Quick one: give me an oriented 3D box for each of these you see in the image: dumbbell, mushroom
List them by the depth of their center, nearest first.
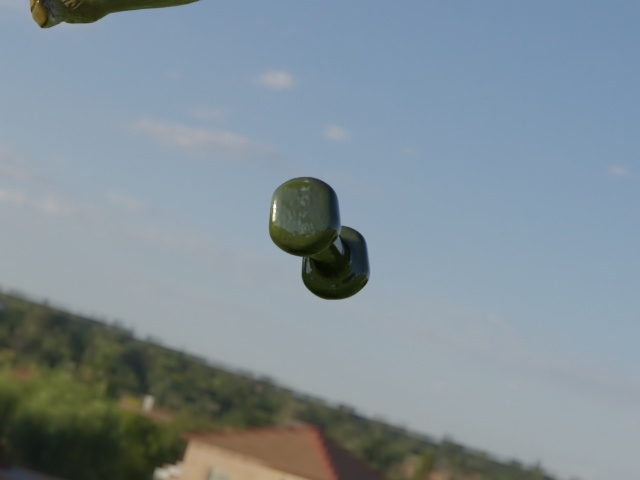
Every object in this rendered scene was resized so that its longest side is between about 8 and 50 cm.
[{"bbox_3d":[0.000,0.000,1.243,0.046,0.052,0.118,-4,-20,11],"label":"dumbbell"},{"bbox_3d":[-0.156,-0.249,1.764,0.225,0.116,0.093,-29,-33,13],"label":"mushroom"}]
